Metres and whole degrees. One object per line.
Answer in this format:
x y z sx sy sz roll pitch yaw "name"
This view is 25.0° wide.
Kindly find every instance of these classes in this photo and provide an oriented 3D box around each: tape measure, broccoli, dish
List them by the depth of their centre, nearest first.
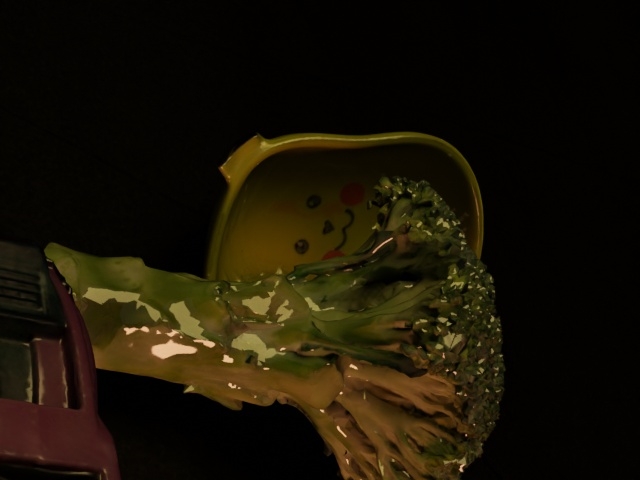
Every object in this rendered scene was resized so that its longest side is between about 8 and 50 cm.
-0.222 0.124 0.852 0.149 0.231 0.245 13 51 -37 "tape measure"
-0.029 0.054 1.077 0.361 0.252 0.221 28 26 -23 "broccoli"
0.000 0.000 1.228 0.262 0.221 0.108 7 12 -28 "dish"
